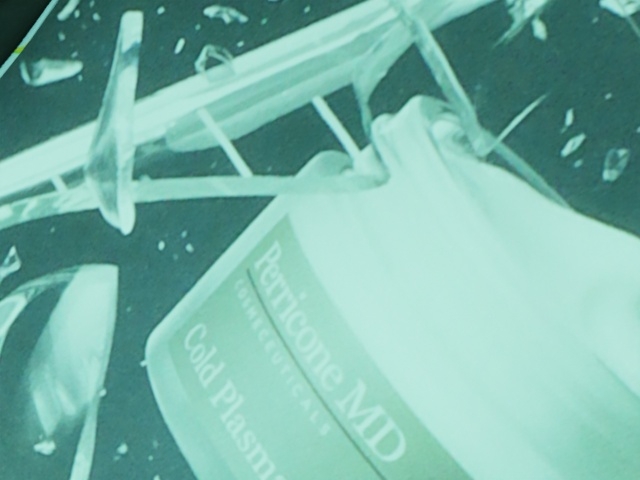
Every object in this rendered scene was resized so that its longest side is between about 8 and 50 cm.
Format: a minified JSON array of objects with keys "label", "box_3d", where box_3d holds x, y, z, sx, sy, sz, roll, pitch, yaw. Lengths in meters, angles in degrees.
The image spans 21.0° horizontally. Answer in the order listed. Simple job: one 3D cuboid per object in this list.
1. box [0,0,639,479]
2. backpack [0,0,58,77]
[{"label":"box","box_3d":[0.000,0.000,0.746,0.472,0.480,0.297,-37,168,20]},{"label":"backpack","box_3d":[-0.217,-0.080,0.456,0.290,0.273,0.355,-10,137,-44]}]
